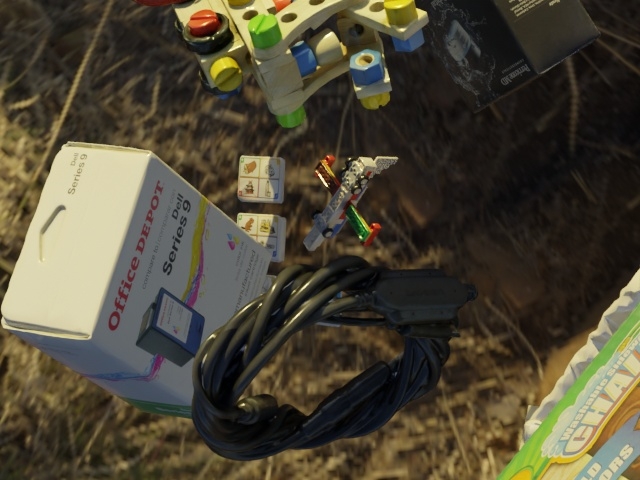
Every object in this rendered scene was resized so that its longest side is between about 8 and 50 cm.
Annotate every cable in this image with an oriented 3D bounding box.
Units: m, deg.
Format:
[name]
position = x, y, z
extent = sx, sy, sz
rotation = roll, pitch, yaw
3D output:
[cable]
position = -0.004, 0.069, 0.907
extent = 0.150, 0.184, 0.047
rotation = -53, 55, 37

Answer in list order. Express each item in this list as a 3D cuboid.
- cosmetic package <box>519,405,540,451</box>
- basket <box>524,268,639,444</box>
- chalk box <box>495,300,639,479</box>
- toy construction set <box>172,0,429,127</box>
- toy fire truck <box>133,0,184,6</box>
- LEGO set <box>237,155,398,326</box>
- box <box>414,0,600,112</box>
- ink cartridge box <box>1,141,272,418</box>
[cosmetic package]
position = 0.296, 0.230, 1.897
extent = 0.115, 0.041, 0.060
rotation = 3, 71, 37
[basket]
position = 0.402, 0.222, 1.523
extent = 0.266, 0.328, 0.331
rotation = 9, 134, -20
[chalk box]
position = 0.187, 0.151, 0.753
extent = 0.180, 0.289, 0.179
rotation = 40, 88, -10
[toy construction set]
position = -0.035, -0.230, 1.621
extent = 0.215, 0.328, 0.151
rotation = -23, 117, -4
[toy fire truck]
position = -0.048, -0.324, 1.281
extent = 0.302, 0.169, 0.254
rotation = 1, 104, 35
[LEGO set]
position = 0.000, 0.000, 1.739
extent = 0.060, 0.244, 0.183
rotation = 2, 91, -41
[box]
position = 0.184, -0.237, 1.685
extent = 0.093, 0.156, 0.158
rotation = -34, 92, -23
[ink cartridge box]
position = -0.139, 0.037, 1.272
extent = 0.093, 0.212, 0.154
rotation = 5, 69, 30
